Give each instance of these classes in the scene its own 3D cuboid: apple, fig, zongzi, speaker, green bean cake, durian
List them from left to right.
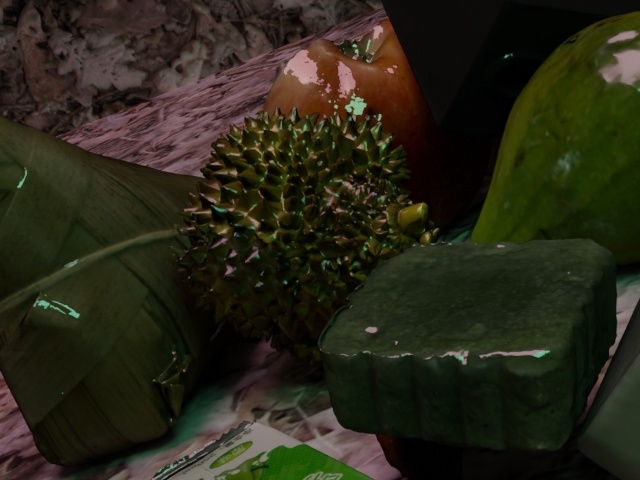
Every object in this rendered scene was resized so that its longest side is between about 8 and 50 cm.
[{"bbox_3d":[-0.228,-0.075,1.460,0.218,0.467,0.500,-16,18,25],"label":"zongzi"},{"bbox_3d":[-0.001,0.008,1.306,0.292,0.258,0.258,21,39,23],"label":"durian"},{"bbox_3d":[0.091,-0.112,1.523,0.293,0.251,0.163,-33,42,-26],"label":"apple"},{"bbox_3d":[0.109,0.071,0.972,0.185,0.094,0.183,3,27,23],"label":"green bean cake"},{"bbox_3d":[0.231,-0.239,1.423,0.253,0.184,0.232,4,45,-25],"label":"speaker"},{"bbox_3d":[0.254,-0.087,1.265,0.314,0.233,0.233,-13,19,10],"label":"fig"}]

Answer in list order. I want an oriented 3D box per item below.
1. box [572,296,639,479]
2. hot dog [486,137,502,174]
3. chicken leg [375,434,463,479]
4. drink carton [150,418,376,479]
[{"bbox_3d":[0.327,-0.038,0.934,0.367,0.090,0.373,-47,-15,-51],"label":"box"},{"bbox_3d":[0.219,-0.128,1.676,0.073,0.084,0.242,-25,17,-18],"label":"hot dog"},{"bbox_3d":[0.110,0.129,1.068,0.157,0.096,0.407,3,28,17],"label":"chicken leg"},{"bbox_3d":[-0.033,0.228,0.916,0.161,0.108,0.271,-31,18,-22],"label":"drink carton"}]
